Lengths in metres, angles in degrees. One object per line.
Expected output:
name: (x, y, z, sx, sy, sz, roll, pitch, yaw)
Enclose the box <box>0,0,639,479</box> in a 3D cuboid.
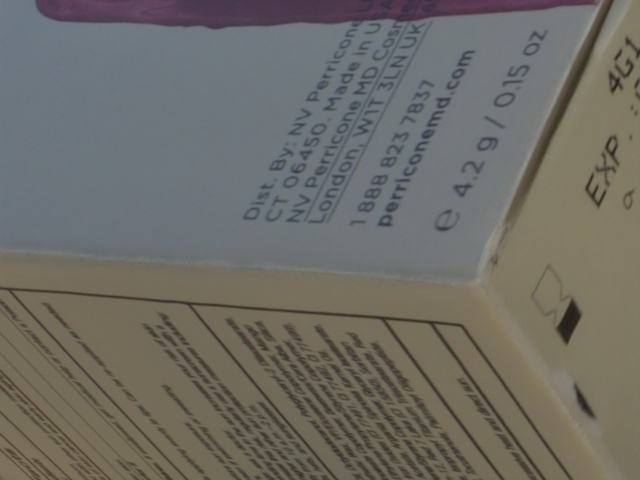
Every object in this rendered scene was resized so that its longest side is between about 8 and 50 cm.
box: (0.000, 0.000, 0.487, 0.232, 0.148, 0.127, 3, 54, 39)
